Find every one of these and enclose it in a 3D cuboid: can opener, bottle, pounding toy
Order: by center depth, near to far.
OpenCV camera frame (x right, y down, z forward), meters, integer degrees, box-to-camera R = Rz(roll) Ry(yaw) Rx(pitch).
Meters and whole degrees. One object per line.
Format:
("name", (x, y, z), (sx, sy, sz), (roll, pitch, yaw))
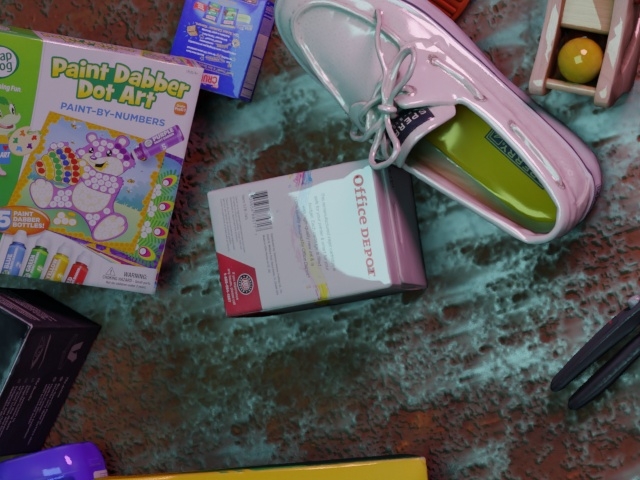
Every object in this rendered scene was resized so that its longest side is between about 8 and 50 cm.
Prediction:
("pounding toy", (0.294, -0.252, 1.659), (0.155, 0.154, 0.269), (13, 92, 21))
("can opener", (0.290, 0.091, 1.693), (0.186, 0.073, 0.059), (-38, 83, 24))
("bottle", (-0.255, 0.355, 1.858), (0.118, 0.092, 0.283), (-18, 81, 22))

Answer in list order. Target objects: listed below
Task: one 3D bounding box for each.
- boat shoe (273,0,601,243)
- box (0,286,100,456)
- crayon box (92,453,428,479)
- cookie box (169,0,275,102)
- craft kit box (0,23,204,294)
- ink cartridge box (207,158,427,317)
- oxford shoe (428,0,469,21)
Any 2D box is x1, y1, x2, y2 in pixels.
("boat shoe", (0.089, -0.117, 1.687), (0.367, 0.156, 0.136), (40, 121, 5))
("box", (-0.328, 0.136, 1.862), (0.093, 0.158, 0.156), (28, 96, 19))
("crayon box", (-0.048, 0.395, 1.702), (0.313, 0.106, 0.363), (-3, 85, -10))
("cookie box", (-0.103, -0.207, 1.862), (0.092, 0.040, 0.107), (18, 93, 20))
("craft kit box", (-0.264, -0.082, 1.810), (0.250, 0.061, 0.246), (8, 102, -20))
("ink cartridge box", (0.000, 0.000, 1.766), (0.176, 0.127, 0.128), (-10, 84, 20))
("oxford shoe", (0.111, -0.283, 1.778), (0.271, 0.097, 0.098), (-36, 41, 22))
